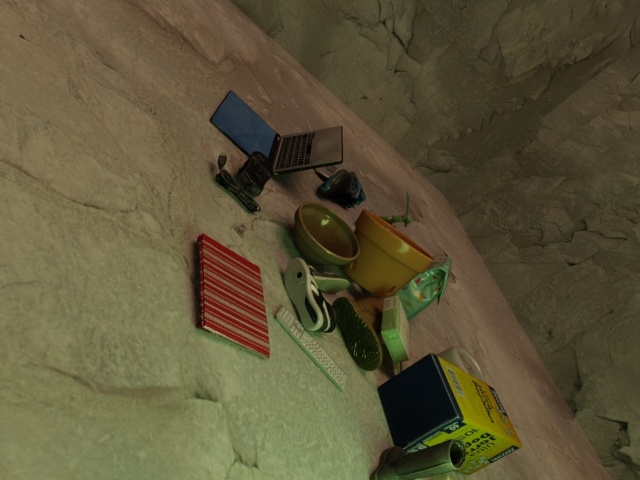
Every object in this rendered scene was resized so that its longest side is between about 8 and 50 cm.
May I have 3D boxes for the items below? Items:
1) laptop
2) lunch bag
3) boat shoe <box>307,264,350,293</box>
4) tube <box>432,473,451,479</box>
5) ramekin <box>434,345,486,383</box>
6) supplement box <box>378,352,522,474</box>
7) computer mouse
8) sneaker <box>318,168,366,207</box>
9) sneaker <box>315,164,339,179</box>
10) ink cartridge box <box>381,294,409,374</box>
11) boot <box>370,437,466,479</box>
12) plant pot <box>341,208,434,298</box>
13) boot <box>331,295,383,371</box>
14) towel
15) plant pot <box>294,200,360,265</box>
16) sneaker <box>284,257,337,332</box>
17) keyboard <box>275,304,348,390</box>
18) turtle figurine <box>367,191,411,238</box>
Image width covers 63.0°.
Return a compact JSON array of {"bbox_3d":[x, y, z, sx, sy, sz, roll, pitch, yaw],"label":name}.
[{"bbox_3d":[-0.137,-0.421,1.901,0.382,0.407,0.237,-86,166,-59],"label":"laptop"},{"bbox_3d":[0.368,0.164,1.886,0.160,0.262,0.223,53,21,6],"label":"lunch bag"},{"bbox_3d":[0.013,0.109,1.544,0.206,0.075,0.065,14,44,-49],"label":"boat shoe"},{"bbox_3d":[0.359,0.701,1.296,0.070,0.062,0.240,-30,84,-27],"label":"tube"},{"bbox_3d":[0.489,0.471,1.834,0.207,0.109,0.207,40,24,-23],"label":"ramekin"},{"bbox_3d":[0.360,0.488,1.443,0.356,0.194,0.195,32,28,-37],"label":"supplement box"},{"bbox_3d":[-0.241,-0.205,1.584,0.184,0.060,0.262,44,34,-27],"label":"computer mouse"},{"bbox_3d":[0.105,-0.209,2.160,0.140,0.125,0.340,58,25,6],"label":"sneaker"},{"bbox_3d":[0.025,-0.391,2.286,0.111,0.129,0.297,27,31,-41],"label":"sneaker"},{"bbox_3d":[0.241,0.307,1.564,0.171,0.056,0.235,-74,144,-60],"label":"ink cartridge box"},{"bbox_3d":[0.228,0.487,1.172,0.076,0.208,0.189,54,22,7],"label":"boot"},{"bbox_3d":[0.204,0.058,1.751,0.290,0.204,0.291,35,10,-7],"label":"plant pot"},{"bbox_3d":[0.159,0.265,1.562,0.269,0.089,0.236,16,46,-61],"label":"boot"},{"bbox_3d":[-0.199,0.122,1.177,0.198,0.031,0.275,35,28,-38],"label":"towel"},{"bbox_3d":[0.000,0.000,1.621,0.237,0.110,0.237,30,31,-21],"label":"plant pot"},{"bbox_3d":[-0.022,0.156,1.415,0.121,0.079,0.217,31,34,-52],"label":"sneaker"},{"bbox_3d":[-0.019,0.268,1.310,0.256,0.014,0.072,49,22,-4],"label":"keyboard"},{"bbox_3d":[0.292,-0.012,2.120,0.266,0.274,0.198,47,56,-18],"label":"turtle figurine"}]
